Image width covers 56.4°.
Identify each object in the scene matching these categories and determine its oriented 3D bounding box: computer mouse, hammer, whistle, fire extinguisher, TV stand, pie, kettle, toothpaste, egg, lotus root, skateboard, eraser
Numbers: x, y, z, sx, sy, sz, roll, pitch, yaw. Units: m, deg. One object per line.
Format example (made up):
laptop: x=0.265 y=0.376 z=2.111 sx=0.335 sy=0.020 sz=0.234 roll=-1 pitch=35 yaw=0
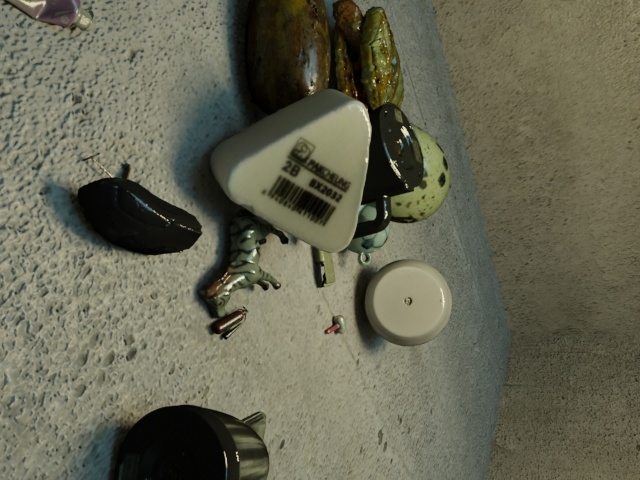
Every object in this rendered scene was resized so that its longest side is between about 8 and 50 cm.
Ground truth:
computer mouse: x=-0.293 y=-0.026 z=0.969 sx=0.217 sy=0.122 sz=0.073 roll=34 pitch=44 yaw=-52
hammer: x=0.040 y=0.237 z=1.625 sx=0.083 sy=0.031 sz=0.053 roll=-22 pitch=101 yaw=-54
whistle: x=0.120 y=-0.070 z=1.704 sx=0.163 sy=0.163 sz=0.290 roll=13 pitch=74 yaw=-60
fire extinguisher: x=-0.178 y=0.171 z=1.223 sx=0.100 sy=0.032 sz=0.046 roll=-28 pitch=103 yaw=-48
TV stand: x=0.000 y=0.000 z=1.585 sx=0.036 sy=0.042 sz=0.249 roll=-7 pitch=89 yaw=-41
pie: x=0.175 y=-0.527 z=1.879 sx=0.418 sy=0.180 sz=0.395 roll=5 pitch=79 yaw=-68
kettle: x=-0.180 y=0.407 z=1.011 sx=0.271 sy=0.207 sz=0.251 roll=33 pitch=49 yaw=-64
toothpaste: x=-0.446 y=-0.382 z=0.836 sx=0.301 sy=0.048 sz=0.075 roll=23 pitch=68 yaw=-56
kettle: x=0.081 y=-0.154 z=1.451 sx=0.203 sy=0.308 sz=0.262 roll=-41 pitch=110 yaw=-55
egg: x=0.239 y=-0.211 z=1.809 sx=0.379 sy=0.287 sz=0.288 roll=52 pitch=41 yaw=-45
lotus root: x=-0.077 y=-0.440 z=1.376 sx=0.179 sy=0.195 sz=0.398 roll=2 pitch=85 yaw=-56
skateboard: x=-0.347 y=-0.124 z=0.986 sx=0.083 sy=0.032 sz=0.064 roll=52 pitch=31 yaw=-47
eraser: x=-0.068 y=-0.140 z=1.233 sx=0.331 sy=0.331 sz=0.150 roll=64 pitch=-7 yaw=-32

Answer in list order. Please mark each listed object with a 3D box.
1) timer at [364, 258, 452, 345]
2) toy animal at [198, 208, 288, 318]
timer: x=0.268 y=0.194 z=1.841 sx=0.285 sy=0.285 sz=0.285 roll=20 pitch=67 yaw=-59
toy animal: x=-0.147 y=0.057 z=1.257 sx=0.170 sy=0.089 sz=0.255 roll=50 pitch=40 yaw=-41
